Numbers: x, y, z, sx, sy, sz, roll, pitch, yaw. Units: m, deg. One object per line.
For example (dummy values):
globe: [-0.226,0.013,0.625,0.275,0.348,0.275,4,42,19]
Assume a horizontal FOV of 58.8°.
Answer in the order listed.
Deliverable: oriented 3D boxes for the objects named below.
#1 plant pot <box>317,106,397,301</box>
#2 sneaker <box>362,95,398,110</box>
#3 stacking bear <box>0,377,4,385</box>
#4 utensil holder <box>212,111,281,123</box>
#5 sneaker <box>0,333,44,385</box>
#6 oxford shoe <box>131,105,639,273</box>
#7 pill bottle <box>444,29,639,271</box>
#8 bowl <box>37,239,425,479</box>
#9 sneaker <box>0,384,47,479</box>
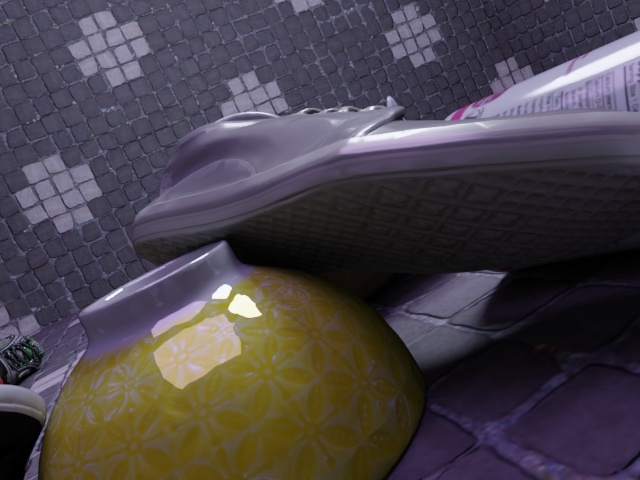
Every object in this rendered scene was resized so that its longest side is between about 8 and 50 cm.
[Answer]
plant pot: [0.000,0.000,0.654,0.215,0.215,0.230,-15,29,51]
sneaker: [0.100,-0.123,0.980,0.138,0.210,0.366,-24,9,17]
stacking bear: [-0.627,0.277,0.932,0.164,0.175,0.289,-29,1,-5]
utensil holder: [-0.156,-0.127,1.410,0.328,0.327,0.385,-26,6,-2]
sneaker: [-0.720,0.268,1.300,0.146,0.134,0.344,-29,8,-23]
oxford shoe: [0.022,-0.048,0.442,0.450,0.169,0.129,-5,61,37]
pill bottle: [0.242,-0.073,0.437,0.283,0.160,0.160,-16,13,47]
bowl: [-0.087,0.093,0.420,0.290,0.156,0.289,-26,8,4]
sneaker: [-0.232,0.183,0.382,0.079,0.121,0.217,4,-33,-29]
